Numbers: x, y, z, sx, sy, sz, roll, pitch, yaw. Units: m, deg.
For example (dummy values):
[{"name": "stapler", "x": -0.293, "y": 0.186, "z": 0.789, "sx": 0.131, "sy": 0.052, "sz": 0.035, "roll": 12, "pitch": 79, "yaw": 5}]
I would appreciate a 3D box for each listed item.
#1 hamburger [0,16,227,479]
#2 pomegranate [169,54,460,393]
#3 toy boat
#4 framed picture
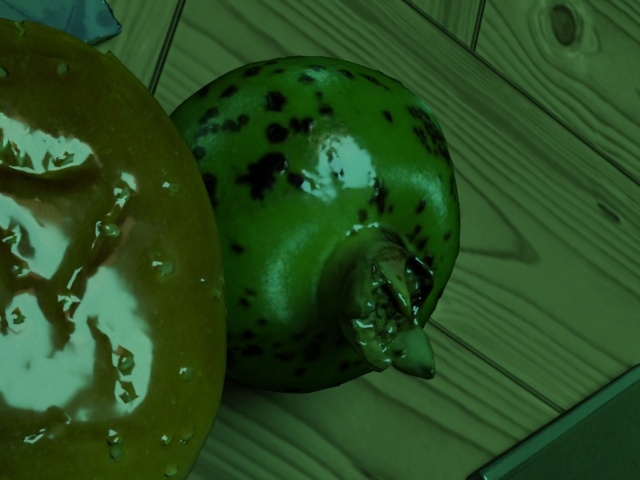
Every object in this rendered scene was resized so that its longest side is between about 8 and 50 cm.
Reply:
[{"name": "hamburger", "x": -0.192, "y": 0.031, "z": 1.015, "sx": 0.290, "sy": 0.170, "sz": 0.314, "roll": -5, "pitch": 75, "yaw": -30}, {"name": "pomegranate", "x": 0.000, "y": 0.000, "z": 1.168, "sx": 0.211, "sy": 0.263, "sz": 0.211, "roll": -14, "pitch": 119, "yaw": -27}, {"name": "toy boat", "x": -0.179, "y": -0.144, "z": 1.226, "sx": 0.115, "sy": 0.016, "sz": 0.063, "roll": -25, "pitch": 88, "yaw": -46}, {"name": "framed picture", "x": 0.250, "y": 0.270, "z": 1.421, "sx": 0.240, "sy": 0.020, "sz": 0.324, "roll": -27, "pitch": 90, "yaw": -47}]
